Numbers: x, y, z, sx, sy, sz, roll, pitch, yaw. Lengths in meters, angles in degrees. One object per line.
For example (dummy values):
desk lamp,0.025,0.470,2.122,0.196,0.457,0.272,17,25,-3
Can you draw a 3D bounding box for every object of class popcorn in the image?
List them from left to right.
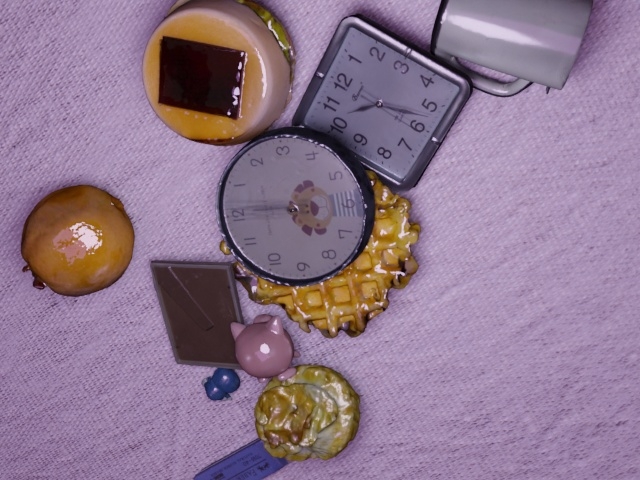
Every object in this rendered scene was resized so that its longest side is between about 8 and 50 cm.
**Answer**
popcorn,-0.029,0.355,1.873,0.221,0.184,0.204,-23,61,15

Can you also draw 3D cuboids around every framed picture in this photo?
framed picture,-0.248,0.159,1.896,0.189,0.023,0.260,1,117,22

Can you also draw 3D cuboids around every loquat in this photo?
loquat,-0.491,0.003,1.849,0.238,0.193,0.238,-4,108,-13

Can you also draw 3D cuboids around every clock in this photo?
clock,-0.051,-0.061,1.727,0.313,0.061,0.312,4,107,14
clock,0.114,-0.256,1.716,0.279,0.049,0.273,30,123,0

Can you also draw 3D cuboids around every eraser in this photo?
eraser,-0.173,0.506,2.023,0.225,0.036,0.082,-31,97,17

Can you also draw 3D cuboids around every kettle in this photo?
kettle,0.328,-0.358,1.622,0.255,0.165,0.240,16,137,6

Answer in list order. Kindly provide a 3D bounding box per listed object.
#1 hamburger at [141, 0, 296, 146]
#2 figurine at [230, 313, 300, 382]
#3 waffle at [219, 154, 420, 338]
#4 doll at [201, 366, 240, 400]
hamburger,-0.190,-0.318,1.711,0.302,0.170,0.302,4,110,12
figurine,-0.112,0.219,1.841,0.125,0.125,0.138,-16,101,14
waffle,0.000,0.000,1.806,0.382,0.095,0.379,35,114,1
doll,-0.210,0.314,1.966,0.076,0.050,0.083,42,107,-8
